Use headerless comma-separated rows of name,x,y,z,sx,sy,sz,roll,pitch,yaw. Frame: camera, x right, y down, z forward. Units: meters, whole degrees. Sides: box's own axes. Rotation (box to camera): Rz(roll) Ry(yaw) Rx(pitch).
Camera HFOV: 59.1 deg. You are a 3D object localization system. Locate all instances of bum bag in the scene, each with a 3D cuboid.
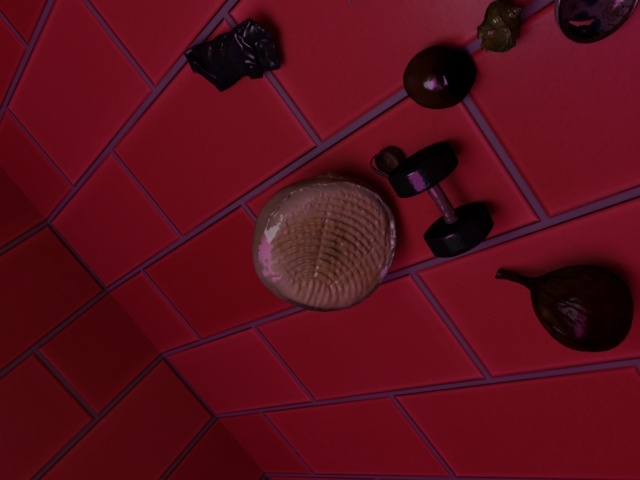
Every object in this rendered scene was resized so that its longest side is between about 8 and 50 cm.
bum bag,-0.214,-0.442,1.373,0.310,0.074,0.137,-1,136,47

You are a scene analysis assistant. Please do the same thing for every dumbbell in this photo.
dumbbell,0.263,-0.088,1.230,0.152,0.152,0.218,-19,110,46

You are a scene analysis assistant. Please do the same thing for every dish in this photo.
dish,0.428,-0.398,0.905,0.141,0.078,0.141,-7,130,-8

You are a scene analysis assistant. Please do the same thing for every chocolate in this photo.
chocolate,0.226,-0.319,1.120,0.133,0.127,0.124,-16,82,58

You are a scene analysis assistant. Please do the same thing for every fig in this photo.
fig,0.508,0.145,1.219,0.290,0.190,0.191,-1,122,38

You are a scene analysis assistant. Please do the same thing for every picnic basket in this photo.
picnic basket,0.151,-0.173,1.299,0.072,0.083,0.072,20,134,23

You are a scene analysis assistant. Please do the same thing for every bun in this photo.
bun,0.002,-0.003,1.425,0.364,0.364,0.202,67,172,-24

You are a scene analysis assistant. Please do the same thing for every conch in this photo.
conch,0.318,-0.376,1.003,0.121,0.074,0.089,153,110,-68

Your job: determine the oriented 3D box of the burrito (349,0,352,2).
burrito,-0.062,-0.645,1.064,0.445,0.101,0.139,50,128,-4
